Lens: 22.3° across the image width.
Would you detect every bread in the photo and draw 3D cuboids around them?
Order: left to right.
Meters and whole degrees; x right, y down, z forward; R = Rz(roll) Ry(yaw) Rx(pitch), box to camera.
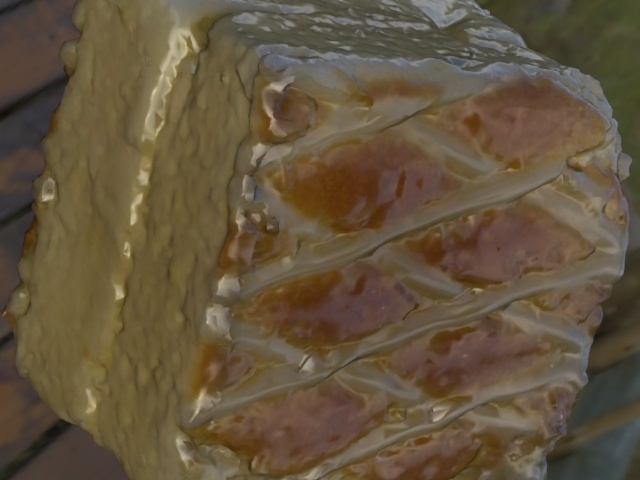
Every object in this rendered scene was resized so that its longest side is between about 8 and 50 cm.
[{"bbox_3d":[0.000,0.000,1.233,0.390,0.371,0.279,2,22,-35],"label":"bread"}]
